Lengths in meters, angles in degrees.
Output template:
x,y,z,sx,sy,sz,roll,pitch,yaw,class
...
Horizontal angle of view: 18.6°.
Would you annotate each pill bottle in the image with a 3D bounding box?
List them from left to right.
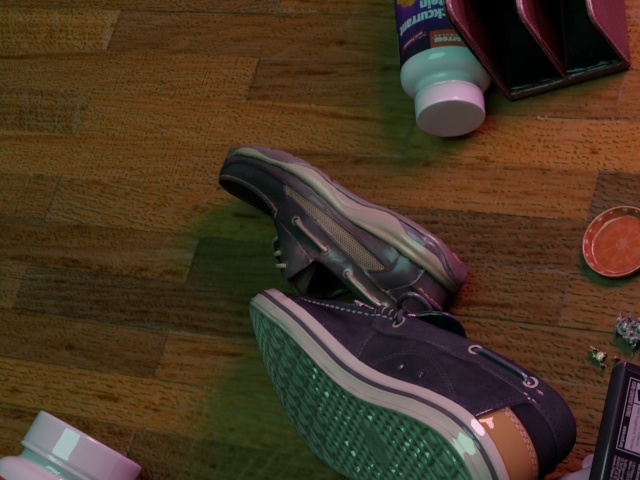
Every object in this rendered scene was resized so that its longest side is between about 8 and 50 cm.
x,y,z,sx,sy,sz,roll,pitch,yaw,class
-0.333,0.346,2.210,0.161,0.161,0.283,23,79,37,pill bottle
0.143,-0.222,2.262,0.108,0.108,0.193,-17,58,22,pill bottle

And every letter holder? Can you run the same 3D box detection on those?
x,y,z,sx,sy,sz,roll,pitch,yaw,class
0.233,-0.352,2.209,0.152,0.214,0.301,-14,59,24,letter holder

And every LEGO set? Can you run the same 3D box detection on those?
x,y,z,sx,sy,sz,roll,pitch,yaw,class
0.319,0.100,2.043,0.083,0.023,0.054,-48,52,0,LEGO set

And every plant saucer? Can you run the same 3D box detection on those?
x,y,z,sx,sy,sz,roll,pitch,yaw,class
0.323,0.003,2.098,0.083,0.013,0.083,-13,60,24,plant saucer

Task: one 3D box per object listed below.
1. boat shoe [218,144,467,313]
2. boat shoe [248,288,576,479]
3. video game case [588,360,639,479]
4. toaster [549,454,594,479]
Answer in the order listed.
x,y,z,sx,sy,sz,roll,pitch,yaw,class
0.000,0.000,2.216,0.355,0.132,0.130,28,82,39,boat shoe
0.083,0.156,2.041,0.156,0.186,0.500,-26,25,-24,boat shoe
0.362,0.279,1.817,0.248,0.035,0.274,19,69,-9,video game case
0.260,0.315,1.911,0.168,0.110,0.185,-24,56,19,toaster
